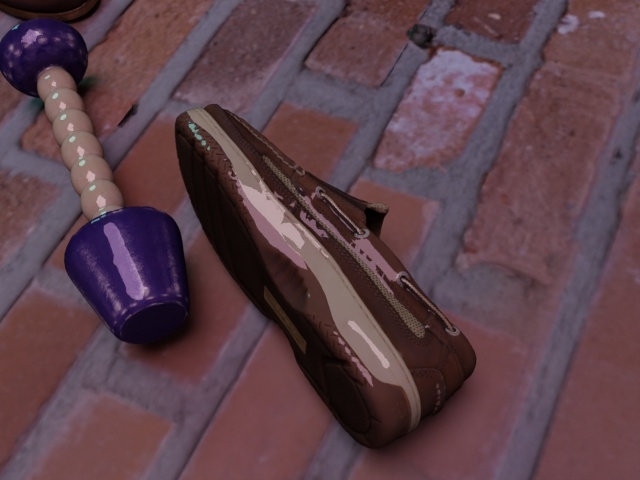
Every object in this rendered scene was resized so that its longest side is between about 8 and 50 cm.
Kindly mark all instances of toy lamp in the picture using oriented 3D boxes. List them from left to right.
[{"bbox_3d":[-0.162,-0.050,0.510,0.080,0.080,0.274,-25,60,-9],"label":"toy lamp"}]

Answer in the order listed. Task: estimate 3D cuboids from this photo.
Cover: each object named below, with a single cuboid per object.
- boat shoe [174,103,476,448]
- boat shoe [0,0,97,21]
[{"bbox_3d":[-0.001,0.005,0.462,0.095,0.095,0.257,-24,65,-25],"label":"boat shoe"},{"bbox_3d":[-0.298,-0.263,0.657,0.207,0.073,0.073,23,63,17],"label":"boat shoe"}]
